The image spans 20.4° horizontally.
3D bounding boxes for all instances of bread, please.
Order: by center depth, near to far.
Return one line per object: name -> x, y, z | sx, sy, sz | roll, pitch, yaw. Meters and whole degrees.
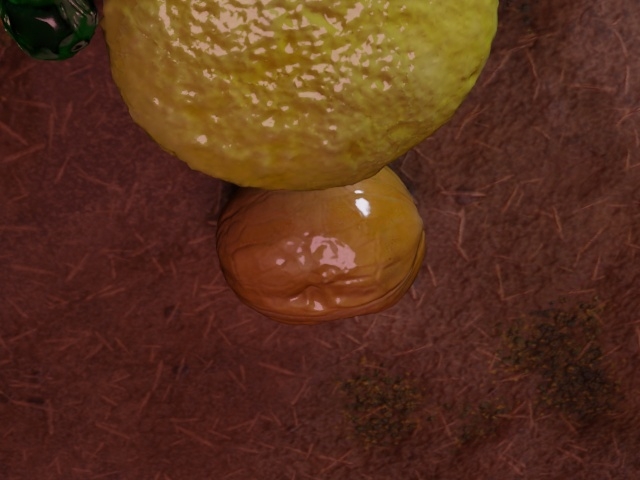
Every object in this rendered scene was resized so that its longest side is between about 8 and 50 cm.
bread -> -0.024, -0.250, 1.615 | 0.348, 0.308, 0.348 | -2, 125, -3

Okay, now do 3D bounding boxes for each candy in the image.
candy -> -0.345, -0.296, 1.709 | 0.097, 0.097, 0.323 | -39, 112, 22

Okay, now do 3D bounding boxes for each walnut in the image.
walnut -> 0.000, 0.000, 1.892 | 0.225, 0.193, 0.193 | -14, 128, 18
